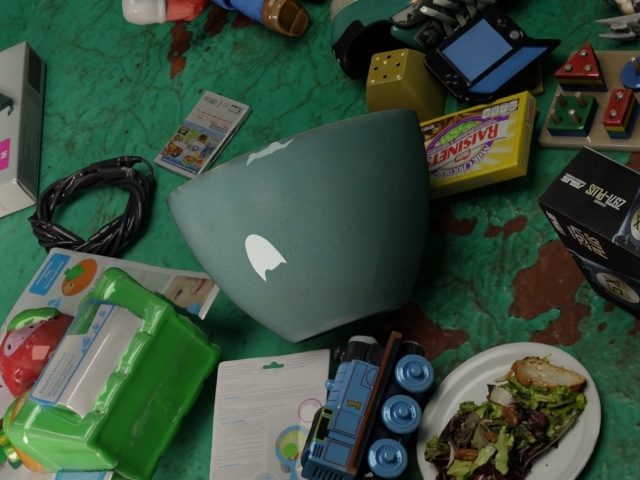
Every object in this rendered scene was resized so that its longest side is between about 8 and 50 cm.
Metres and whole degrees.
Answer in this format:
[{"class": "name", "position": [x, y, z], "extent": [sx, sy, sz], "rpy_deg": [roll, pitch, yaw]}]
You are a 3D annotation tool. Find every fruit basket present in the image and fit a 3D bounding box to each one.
[{"class": "fruit basket", "position": [-0.302, 0.151, 1.876], "extent": [0.353, 0.165, 0.327], "rpy_deg": [12, 65, 41]}]

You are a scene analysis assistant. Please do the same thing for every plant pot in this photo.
[{"class": "plant pot", "position": [0.000, 0.000, 1.753], "extent": [0.290, 0.290, 0.195], "rpy_deg": [-21, 85, 18]}, {"class": "plant pot", "position": [0.097, -0.185, 1.930], "extent": [0.081, 0.083, 0.081], "rpy_deg": [-7, 53, 28]}]

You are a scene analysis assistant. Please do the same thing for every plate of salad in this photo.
[{"class": "plate of salad", "position": [0.184, 0.185, 1.622], "extent": [0.199, 0.048, 0.200], "rpy_deg": [-16, 51, 21]}]

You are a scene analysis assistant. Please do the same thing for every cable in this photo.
[{"class": "cable", "position": [-0.301, -0.034, 2.101], "extent": [0.184, 0.047, 0.151], "rpy_deg": [-11, 57, 23]}]

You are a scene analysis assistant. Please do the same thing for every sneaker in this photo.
[{"class": "sneaker", "position": [0.147, -0.285, 1.965], "extent": [0.302, 0.108, 0.121], "rpy_deg": [-24, 48, 26]}]

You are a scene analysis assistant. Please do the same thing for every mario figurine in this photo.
[{"class": "mario figurine", "position": [-0.155, -0.376, 2.166], "extent": [0.320, 0.170, 0.198], "rpy_deg": [18, 33, 32]}]

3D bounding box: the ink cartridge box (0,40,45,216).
[{"class": "ink cartridge box", "position": [-0.509, -0.133, 2.291], "extent": [0.239, 0.060, 0.275], "rpy_deg": [-19, 49, 17]}]

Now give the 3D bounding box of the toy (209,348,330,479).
[{"class": "toy", "position": [-0.049, 0.241, 1.722], "extent": [0.137, 0.056, 0.237], "rpy_deg": [-8, 58, 23]}]

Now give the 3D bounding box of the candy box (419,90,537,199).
[{"class": "candy box", "position": [0.151, -0.100, 1.847], "extent": [0.206, 0.027, 0.105], "rpy_deg": [-15, 52, 37]}]

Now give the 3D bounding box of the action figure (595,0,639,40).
[{"class": "action figure", "position": [0.394, -0.338, 1.851], "extent": [0.185, 0.099, 0.285], "rpy_deg": [-3, 59, 19]}]

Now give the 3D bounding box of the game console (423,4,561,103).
[{"class": "game console", "position": [0.199, -0.221, 1.882], "extent": [0.122, 0.071, 0.107], "rpy_deg": [-38, 77, -15]}]

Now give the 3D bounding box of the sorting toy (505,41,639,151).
[{"class": "sorting toy", "position": [0.311, -0.168, 1.809], "extent": [0.274, 0.046, 0.132], "rpy_deg": [5, 60, 35]}]

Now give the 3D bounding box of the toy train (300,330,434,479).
[{"class": "toy train", "position": [0.049, 0.178, 1.666], "extent": [0.105, 0.080, 0.184], "rpy_deg": [20, 64, -1]}]

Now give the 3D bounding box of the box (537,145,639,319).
[{"class": "box", "position": [0.316, 0.010, 1.577], "extent": [0.077, 0.180, 0.147], "rpy_deg": [-48, 46, -8]}]

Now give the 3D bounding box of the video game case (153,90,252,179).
[{"class": "video game case", "position": [-0.154, -0.137, 2.102], "extent": [0.087, 0.011, 0.122], "rpy_deg": [24, 72, 41]}]
